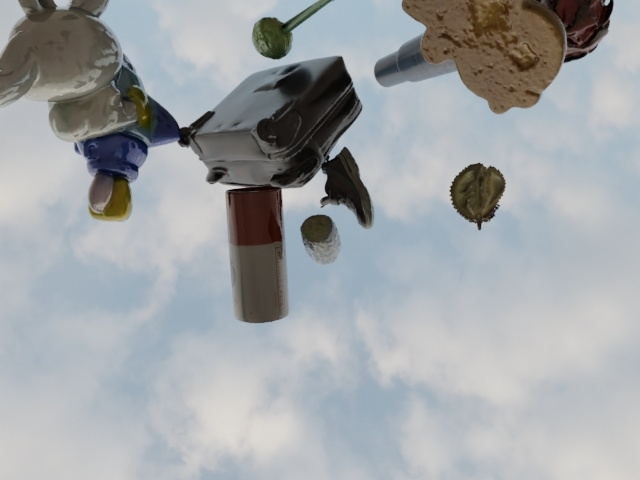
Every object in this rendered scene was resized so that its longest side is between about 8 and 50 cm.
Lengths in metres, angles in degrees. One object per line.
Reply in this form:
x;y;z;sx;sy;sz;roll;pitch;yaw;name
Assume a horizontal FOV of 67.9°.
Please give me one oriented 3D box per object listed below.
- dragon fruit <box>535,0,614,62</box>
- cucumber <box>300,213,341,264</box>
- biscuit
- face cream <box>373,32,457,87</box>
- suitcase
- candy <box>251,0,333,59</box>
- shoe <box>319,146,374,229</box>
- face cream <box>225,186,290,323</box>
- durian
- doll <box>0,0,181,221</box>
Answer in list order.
0.498;-0.461;0.978;0.182;0.182;0.188;-31;-86;-21;dragon fruit
0.000;0.000;0.756;0.064;0.112;0.064;-2;-106;7;cucumber
0.220;-0.280;0.626;0.249;0.184;0.035;43;-123;-10;biscuit
0.252;-0.386;0.961;0.086;0.385;0.135;-47;-65;-21;face cream
-0.106;-0.275;1.094;0.345;0.188;0.339;6;-129;43;suitcase
-0.039;-0.478;1.015;0.092;0.336;0.093;-17;-83;-38;candy
0.042;-0.091;0.923;0.099;0.071;0.169;-21;-99;6;shoe
-0.104;0.021;0.793;0.096;0.096;0.214;-5;-79;-11;face cream
0.326;-0.084;0.977;0.111;0.071;0.140;-5;-102;29;durian
-0.381;-0.230;0.778;0.187;0.365;0.376;15;-124;23;doll
